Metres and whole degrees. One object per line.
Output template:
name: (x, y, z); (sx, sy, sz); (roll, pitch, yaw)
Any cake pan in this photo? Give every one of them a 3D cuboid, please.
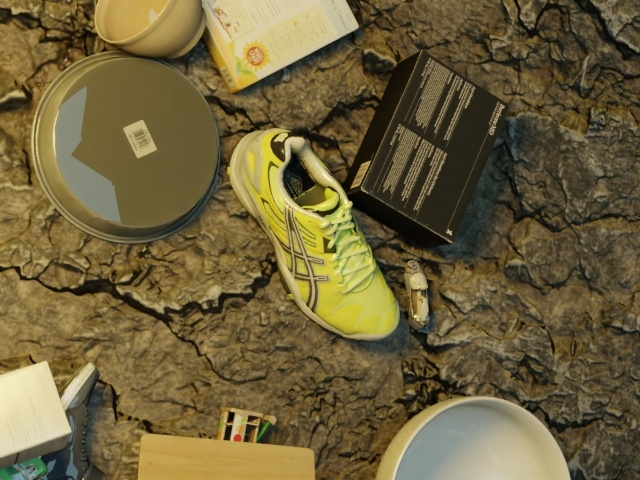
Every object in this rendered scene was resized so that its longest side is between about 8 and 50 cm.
cake pan: (-0.279, -0.143, 1.917); (0.293, 0.054, 0.293); (3, 84, -24)

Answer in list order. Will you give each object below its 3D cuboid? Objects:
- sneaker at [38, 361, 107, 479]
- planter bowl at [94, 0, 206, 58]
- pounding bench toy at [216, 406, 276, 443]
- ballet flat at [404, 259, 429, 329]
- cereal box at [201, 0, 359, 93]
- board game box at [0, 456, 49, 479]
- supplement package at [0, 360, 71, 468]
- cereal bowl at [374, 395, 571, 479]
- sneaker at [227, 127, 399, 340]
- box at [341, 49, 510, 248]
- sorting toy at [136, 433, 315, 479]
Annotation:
sneaker: (-0.328, 0.300, 1.827); (0.163, 0.086, 0.226); (29, 84, -8)
planter bowl: (-0.237, -0.337, 1.910); (0.109, 0.162, 0.162); (34, 70, -46)
pounding bench toy: (-0.111, 0.292, 1.953); (0.083, 0.052, 0.065); (14, 80, -23)
ballet flat: (0.161, 0.088, 2.103); (0.041, 0.041, 0.114); (-1, 86, -25)
cereal box: (-0.076, -0.359, 2.031); (0.240, 0.047, 0.173); (-30, 98, -24)
board game box: (-0.543, 0.244, 1.722); (0.213, 0.046, 0.317); (-35, 84, -24)
supplement package: (-0.428, 0.241, 1.674); (0.179, 0.105, 0.105); (-17, 77, -21)
cereal bowl: (0.224, 0.415, 2.045); (0.339, 0.141, 0.339); (3, 83, -24)
sneaker: (0.000, 0.000, 1.979); (0.145, 0.147, 0.384); (-42, 104, -23)
box: (0.169, -0.145, 2.094); (0.184, 0.103, 0.261); (29, 74, -16)
sorting toy: (-0.140, 0.417, 1.841); (0.257, 0.089, 0.255); (7, 47, -10)
